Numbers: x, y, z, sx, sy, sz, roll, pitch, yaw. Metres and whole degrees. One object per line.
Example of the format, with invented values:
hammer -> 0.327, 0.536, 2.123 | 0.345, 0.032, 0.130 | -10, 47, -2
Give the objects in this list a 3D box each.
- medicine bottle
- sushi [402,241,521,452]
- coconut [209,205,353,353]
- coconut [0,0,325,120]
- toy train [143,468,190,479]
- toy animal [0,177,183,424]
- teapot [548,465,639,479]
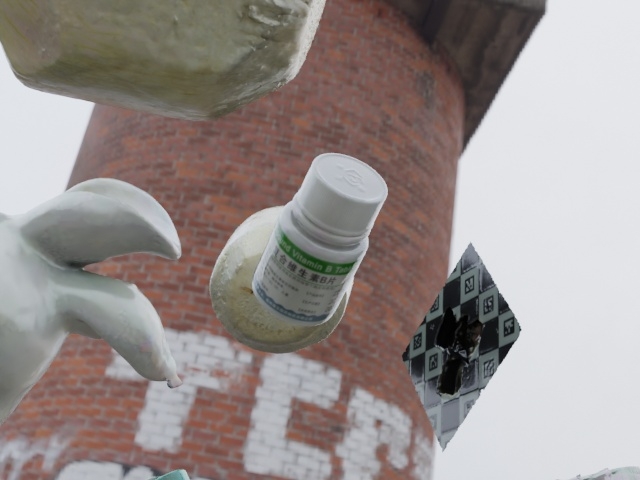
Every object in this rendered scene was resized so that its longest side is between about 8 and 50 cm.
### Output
medicine bottle -> 0.000, 0.000, 1.479 | 0.139, 0.139, 0.236 | 19, -55, -14
sushi -> 0.219, 0.157, 1.500 | 0.047, 0.219, 0.231 | 16, -62, -23
coconut -> -0.063, 0.061, 1.747 | 0.238, 0.237, 0.266 | 6, 10, 6
coconut -> -0.188, -0.315, 1.068 | 0.416, 0.415, 0.344 | 13, -44, -6
toy train -> -0.168, 0.410, 1.319 | 0.101, 0.248, 0.159 | -21, -21, -25
toy animal -> -0.267, 0.059, 0.748 | 0.247, 0.182, 0.310 | -10, -9, -42
teapot -> 0.446, 0.449, 1.584 | 0.222, 0.178, 0.163 | -23, -36, 14
